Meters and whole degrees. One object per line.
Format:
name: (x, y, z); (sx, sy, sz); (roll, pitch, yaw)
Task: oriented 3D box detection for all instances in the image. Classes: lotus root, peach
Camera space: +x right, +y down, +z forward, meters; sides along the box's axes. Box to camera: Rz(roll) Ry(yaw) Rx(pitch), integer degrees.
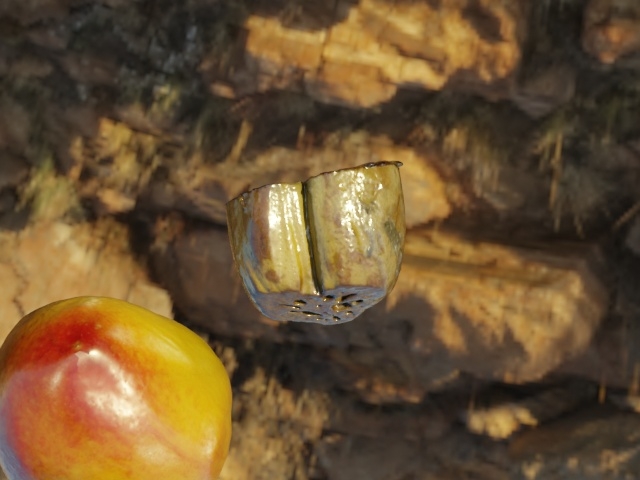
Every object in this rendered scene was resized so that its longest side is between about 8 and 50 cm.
lotus root: (0.000, 0.000, 2.205); (0.316, 0.250, 0.316); (-7, 167, -2)
peach: (-0.260, 0.204, 1.591); (0.289, 0.289, 0.308); (-2, 170, 26)
